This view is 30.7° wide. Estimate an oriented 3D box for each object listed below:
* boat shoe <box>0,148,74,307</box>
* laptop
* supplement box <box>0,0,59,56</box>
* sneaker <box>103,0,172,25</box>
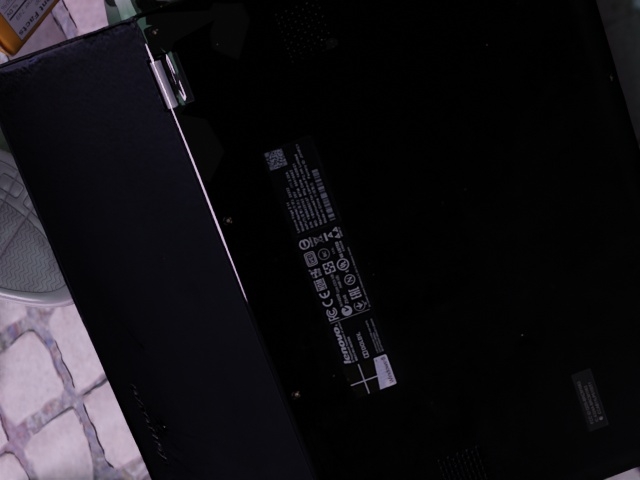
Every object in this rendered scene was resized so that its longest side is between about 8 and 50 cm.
[{"bbox_3d":[-0.317,-0.025,1.036,0.320,0.103,0.118,20,81,22],"label":"boat shoe"},{"bbox_3d":[0.000,0.000,0.821,0.408,0.236,0.382,-20,104,0],"label":"laptop"},{"bbox_3d":[-0.216,-0.262,0.923,0.078,0.080,0.233,28,72,25],"label":"supplement box"},{"bbox_3d":[-0.128,-0.111,0.922,0.108,0.100,0.272,-26,78,32],"label":"sneaker"}]
